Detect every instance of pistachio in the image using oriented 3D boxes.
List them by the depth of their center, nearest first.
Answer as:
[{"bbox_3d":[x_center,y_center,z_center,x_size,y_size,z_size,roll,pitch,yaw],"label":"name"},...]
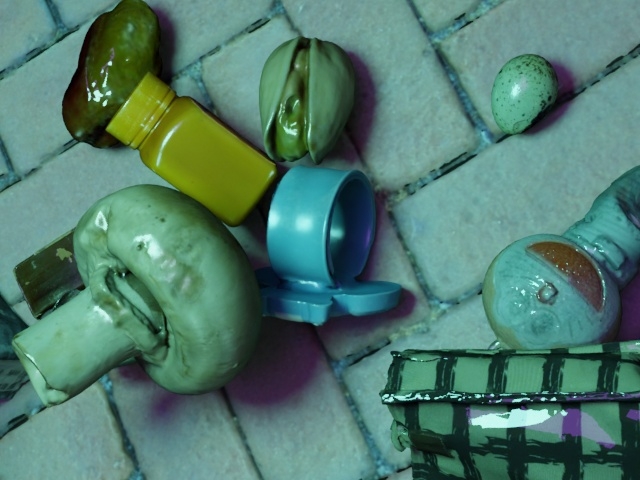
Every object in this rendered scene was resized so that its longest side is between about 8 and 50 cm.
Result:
[{"bbox_3d":[-0.020,-0.194,1.630,0.144,0.144,0.215,1,53,18],"label":"pistachio"}]

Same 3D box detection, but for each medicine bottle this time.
[{"bbox_3d":[-0.176,-0.127,1.633,0.222,0.149,0.112,37,93,-12],"label":"medicine bottle"}]

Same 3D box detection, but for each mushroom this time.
[{"bbox_3d":[-0.234,0.083,1.468,0.290,0.292,0.292,-33,67,-29],"label":"mushroom"}]

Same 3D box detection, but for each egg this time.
[{"bbox_3d":[0.270,-0.194,1.575,0.085,0.085,0.110,19,90,20],"label":"egg"}]

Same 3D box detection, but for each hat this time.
[{"bbox_3d":[-0.383,0.111,1.762,0.042,0.058,0.087,14,68,55],"label":"hat"}]

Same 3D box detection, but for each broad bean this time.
[{"bbox_3d":[-0.303,-0.248,1.757,0.122,0.156,0.228,25,78,-20],"label":"broad bean"}]

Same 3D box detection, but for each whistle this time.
[{"bbox_3d":[0.333,0.029,1.480,0.348,0.189,0.189,-45,70,-5],"label":"whistle"}]

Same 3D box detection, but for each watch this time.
[{"bbox_3d":[0.000,0.000,1.575,0.211,0.211,0.193,6,100,19],"label":"watch"}]

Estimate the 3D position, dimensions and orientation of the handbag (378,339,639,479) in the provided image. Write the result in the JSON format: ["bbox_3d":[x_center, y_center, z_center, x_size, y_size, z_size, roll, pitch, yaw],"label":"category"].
[{"bbox_3d":[0.253,0.282,1.405,0.327,0.162,0.325,-1,110,18],"label":"handbag"}]

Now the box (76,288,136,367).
[{"bbox_3d":[-0.251,0.115,1.688,0.172,0.093,0.124,-16,75,14],"label":"box"}]

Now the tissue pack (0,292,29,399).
[{"bbox_3d":[-0.585,0.086,1.642,0.124,0.394,0.288,-42,72,9],"label":"tissue pack"}]

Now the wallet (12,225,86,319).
[{"bbox_3d":[-0.373,0.037,1.778,0.176,0.026,0.095,-32,78,12],"label":"wallet"}]
